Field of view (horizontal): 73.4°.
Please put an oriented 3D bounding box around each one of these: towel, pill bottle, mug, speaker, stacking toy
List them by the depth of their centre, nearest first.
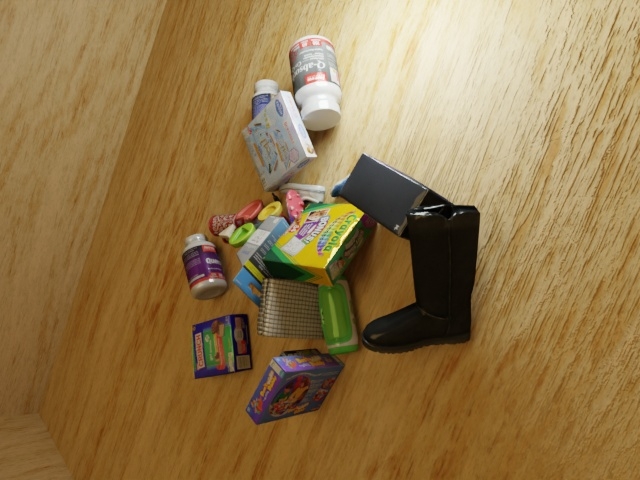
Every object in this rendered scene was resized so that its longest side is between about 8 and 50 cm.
[{"bbox_3d":[0.068,0.291,1.686,0.131,0.131,0.296,-21,69,34],"label":"speaker"},{"bbox_3d":[-0.113,0.274,1.740,0.121,0.283,0.235,-5,77,53],"label":"towel"},{"bbox_3d":[-0.018,-0.684,1.882,0.210,0.210,0.363,-20,70,34],"label":"pill bottle"},{"bbox_3d":[-0.295,-0.050,1.969,0.279,0.130,0.309,-46,30,-15],"label":"stacking toy"},{"bbox_3d":[-0.260,-0.635,2.100,0.153,0.153,0.265,-13,74,36],"label":"pill bottle"},{"bbox_3d":[-0.465,-0.072,2.207,0.169,0.150,0.113,-7,41,33],"label":"mug"},{"bbox_3d":[-0.605,0.132,2.210,0.181,0.181,0.323,-37,61,27],"label":"pill bottle"}]

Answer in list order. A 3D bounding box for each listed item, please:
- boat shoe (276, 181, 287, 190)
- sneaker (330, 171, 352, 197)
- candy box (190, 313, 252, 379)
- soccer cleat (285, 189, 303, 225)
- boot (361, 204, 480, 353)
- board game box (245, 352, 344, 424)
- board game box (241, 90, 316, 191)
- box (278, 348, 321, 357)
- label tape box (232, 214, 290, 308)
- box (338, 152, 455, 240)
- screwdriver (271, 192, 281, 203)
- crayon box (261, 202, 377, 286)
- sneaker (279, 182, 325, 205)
[{"bbox_3d":[-0.264,-0.366,2.079,0.103,0.113,0.302,-43,59,18],"label":"boat shoe"},{"bbox_3d":[0.109,-0.211,1.790,0.152,0.058,0.084,-36,53,21],"label":"sneaker"},{"bbox_3d":[-0.491,0.516,2.086,0.317,0.122,0.268,-21,70,35],"label":"candy box"},{"bbox_3d":[-0.110,-0.098,1.887,0.095,0.083,0.248,-8,104,52],"label":"soccer cleat"},{"bbox_3d":[0.297,0.117,1.317,0.146,0.367,0.445,-108,12,-63],"label":"boot"},{"bbox_3d":[-0.086,0.548,1.617,0.078,0.347,0.233,37,104,37],"label":"board game box"},{"bbox_3d":[-0.190,-0.426,1.888,0.318,0.066,0.319,-30,78,42],"label":"board game box"},{"bbox_3d":[-0.128,0.563,1.731,0.060,0.216,0.270,39,107,37],"label":"box"},{"bbox_3d":[-0.221,0.095,1.785,0.106,0.240,0.334,14,59,45],"label":"label tape box"},{"bbox_3d":[0.279,-0.133,1.491,0.296,0.294,0.183,39,106,36],"label":"box"},{"bbox_3d":[-0.235,-0.233,2.018,0.024,0.170,0.025,-18,30,33],"label":"screwdriver"},{"bbox_3d":[0.000,0.000,1.678,0.313,0.106,0.363,4,44,39],"label":"crayon box"},{"bbox_3d":[-0.092,-0.203,1.925,0.258,0.094,0.091,8,89,41],"label":"sneaker"}]
